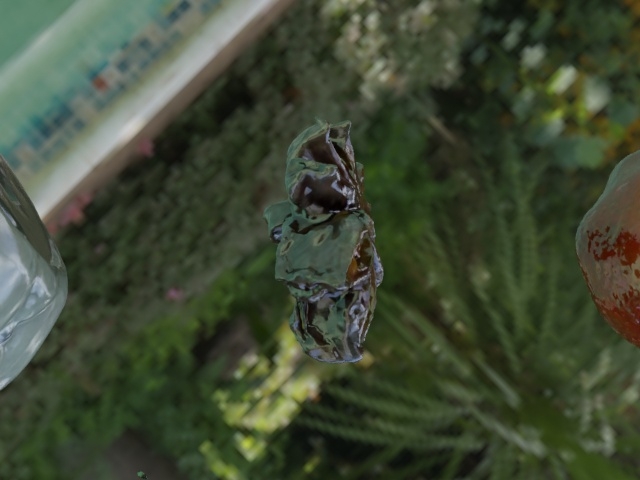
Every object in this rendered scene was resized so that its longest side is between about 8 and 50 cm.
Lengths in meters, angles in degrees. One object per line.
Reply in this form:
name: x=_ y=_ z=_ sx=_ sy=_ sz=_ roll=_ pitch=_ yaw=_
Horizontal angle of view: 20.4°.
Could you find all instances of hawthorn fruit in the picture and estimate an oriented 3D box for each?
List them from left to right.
hawthorn fruit: x=0.345 y=0.007 z=1.498 sx=0.253 sy=0.205 sz=0.205 roll=-1 pitch=-143 yaw=50

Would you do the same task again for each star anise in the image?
star anise: x=0.001 y=0.001 z=1.498 sx=0.220 sy=0.099 sz=0.214 roll=70 pitch=19 yaw=-69

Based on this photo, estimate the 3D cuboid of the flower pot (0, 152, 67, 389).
flower pot: x=-0.260 y=0.002 z=0.932 sx=0.195 sy=0.246 sz=0.246 roll=-33 pitch=-178 yaw=-2

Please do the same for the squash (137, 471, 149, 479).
squash: x=-0.184 y=0.303 z=1.595 sx=0.170 sy=0.123 sz=0.170 roll=-43 pitch=-171 yaw=9
